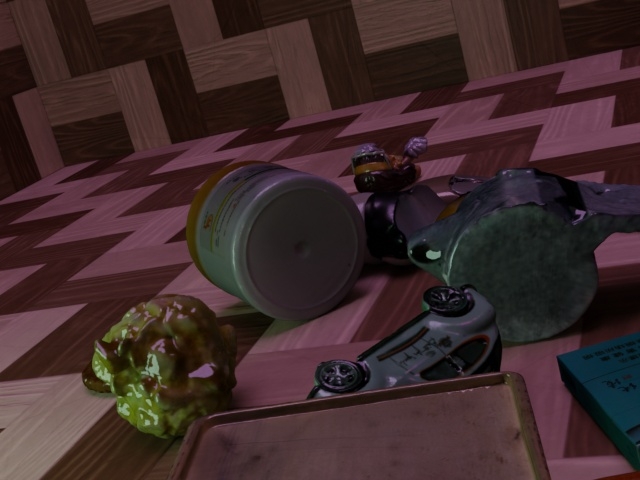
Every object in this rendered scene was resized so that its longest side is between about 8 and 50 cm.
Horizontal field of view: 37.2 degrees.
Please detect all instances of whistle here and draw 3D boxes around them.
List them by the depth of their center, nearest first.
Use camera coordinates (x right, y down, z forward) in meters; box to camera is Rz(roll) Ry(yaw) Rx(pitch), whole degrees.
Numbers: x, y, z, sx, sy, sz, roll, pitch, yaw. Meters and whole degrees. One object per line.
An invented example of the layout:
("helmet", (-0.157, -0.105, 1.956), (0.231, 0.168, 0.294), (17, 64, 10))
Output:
("whistle", (0.325, -0.015, 1.246), (0.405, 0.188, 0.168), (-27, 12, 16))

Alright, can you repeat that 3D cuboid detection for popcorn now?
("popcorn", (-0.200, 0.162, 1.246), (0.167, 0.185, 0.187), (-28, 19, 24))

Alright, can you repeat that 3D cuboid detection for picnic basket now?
("picnic basket", (0.032, 0.246, 0.768), (0.313, 0.175, 0.228), (-9, 16, 8))

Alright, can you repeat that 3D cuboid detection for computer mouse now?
("computer mouse", (0.224, -0.073, 1.794), (0.236, 0.082, 0.145), (-11, 16, 19))

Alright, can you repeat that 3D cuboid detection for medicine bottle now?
("medicine bottle", (-0.075, -0.006, 1.567), (0.238, 0.238, 0.232), (-22, 18, -22))

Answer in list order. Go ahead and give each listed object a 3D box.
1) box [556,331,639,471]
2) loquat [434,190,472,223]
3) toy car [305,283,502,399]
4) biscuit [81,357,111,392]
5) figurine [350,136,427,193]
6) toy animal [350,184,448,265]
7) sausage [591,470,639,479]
("box", (0.360, 0.154, 0.985), (0.161, 0.042, 0.226), (-17, 16, 0))
("loquat", (0.239, -0.001, 1.429), (0.163, 0.163, 0.137), (-29, 63, -38))
("toy car", (0.104, 0.167, 1.035), (0.125, 0.136, 0.306), (26, 41, 35))
("biscuit", (-0.281, 0.188, 1.494), (0.188, 0.027, 0.188), (-15, 15, 4))
("figurine", (0.150, -0.156, 2.077), (0.175, 0.116, 0.240), (-4, 14, 27))
("toy animal", (0.113, -0.019, 1.650), (0.179, 0.138, 0.166), (-10, -9, 39))
("sausage", (0.367, 0.201, 0.793), (0.348, 0.053, 0.053), (-12, 17, 5))
